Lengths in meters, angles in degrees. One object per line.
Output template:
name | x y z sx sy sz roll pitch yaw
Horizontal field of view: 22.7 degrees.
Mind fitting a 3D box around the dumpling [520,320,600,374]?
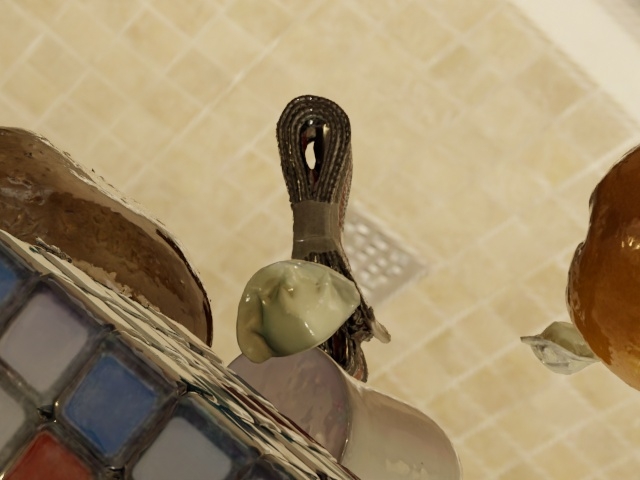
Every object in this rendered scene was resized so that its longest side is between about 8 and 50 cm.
dumpling | 0.224 0.104 1.515 0.076 0.057 0.052 57 142 38

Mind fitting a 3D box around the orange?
orange | 0.298 0.008 1.281 0.183 0.249 0.249 18 134 5

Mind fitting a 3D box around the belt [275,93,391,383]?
belt | 0.000 0.000 1.877 0.126 0.359 0.094 -11 157 11

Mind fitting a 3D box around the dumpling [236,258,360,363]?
dumpling | -0.018 0.039 0.966 0.077 0.043 0.059 -25 115 38

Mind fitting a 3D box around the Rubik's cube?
Rubik's cube | -0.134 0.205 0.946 0.287 0.293 0.292 38 177 24

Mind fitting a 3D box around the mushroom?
mushroom | -0.258 0.021 1.530 0.345 0.239 0.345 16 174 2

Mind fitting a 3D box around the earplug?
earplug | 0.042 0.208 1.534 0.172 0.172 0.301 -11 159 34
